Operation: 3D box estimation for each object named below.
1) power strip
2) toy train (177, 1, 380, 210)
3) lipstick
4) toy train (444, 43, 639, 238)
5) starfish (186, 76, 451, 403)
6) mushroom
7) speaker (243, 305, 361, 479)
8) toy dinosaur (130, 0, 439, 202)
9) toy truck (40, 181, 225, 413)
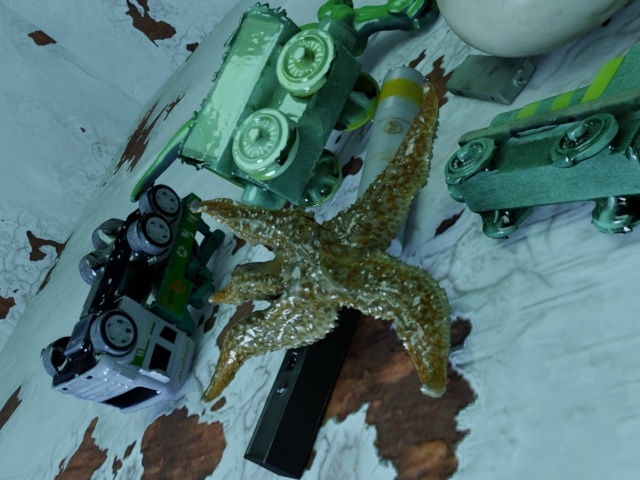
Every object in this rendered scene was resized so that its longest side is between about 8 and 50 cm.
[{"bbox_3d":[0.181,-0.172,0.671,0.051,0.019,0.136,-52,25,2],"label":"power strip"},{"bbox_3d":[-0.050,-0.167,0.833,0.188,0.159,0.272,24,88,35],"label":"toy train"},{"bbox_3d":[0.079,-0.093,0.704,0.059,0.059,0.264,-29,36,42],"label":"lipstick"},{"bbox_3d":[0.185,-0.071,0.479,0.132,0.083,0.200,-51,23,-20],"label":"toy train"},{"bbox_3d":[-0.024,0.010,0.591,0.293,0.084,0.302,-17,61,33],"label":"starfish"},{"bbox_3d":[0.204,-0.299,0.584,0.246,0.202,0.246,-38,20,17],"label":"mushroom"},{"bbox_3d":[-0.012,0.125,0.604,0.040,0.046,0.191,-15,46,52],"label":"speaker"},{"bbox_3d":[-0.048,-0.218,0.973,0.374,0.144,0.500,13,63,48],"label":"toy dinosaur"},{"bbox_3d":[-0.254,0.071,0.934,0.176,0.178,0.364,-28,36,34],"label":"toy truck"}]
